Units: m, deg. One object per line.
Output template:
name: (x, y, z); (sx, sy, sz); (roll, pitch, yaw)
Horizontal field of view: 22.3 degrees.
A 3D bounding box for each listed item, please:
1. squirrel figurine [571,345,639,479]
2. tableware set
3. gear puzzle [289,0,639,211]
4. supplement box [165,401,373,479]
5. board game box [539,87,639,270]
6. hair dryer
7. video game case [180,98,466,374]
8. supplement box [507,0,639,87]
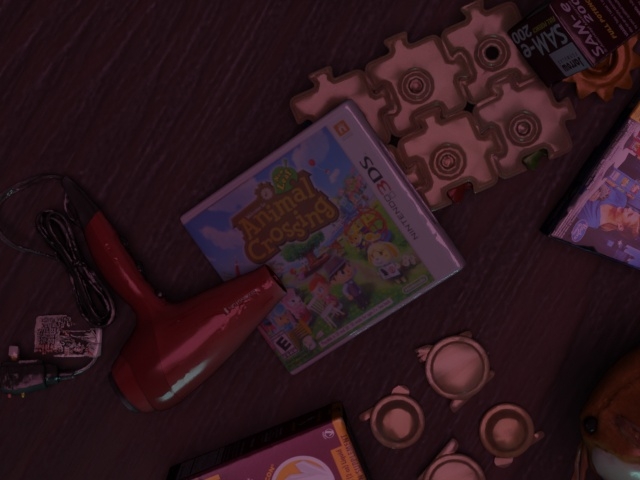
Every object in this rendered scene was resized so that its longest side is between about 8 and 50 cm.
squirrel figurine: (0.418, 0.259, 1.508); (0.397, 0.281, 0.370); (-12, 74, -15)
tableware set: (0.133, 0.184, 1.613); (0.141, 0.020, 0.169); (-38, 93, 1)
gear puzzle: (0.147, -0.137, 1.572); (0.339, 0.044, 0.175); (-24, 99, 2)
supplement box: (-0.047, 0.244, 1.587); (0.188, 0.081, 0.104); (-22, 95, 2)
board game box: (0.348, -0.034, 1.572); (0.194, 0.060, 0.194); (34, 94, -4)
hair dryer: (-0.178, 0.055, 1.560); (0.293, 0.080, 0.224); (3, 97, 4)
video game case: (0.000, 0.000, 1.562); (0.212, 0.023, 0.193); (-34, 95, 22)
supplement box: (0.298, -0.244, 1.492); (0.239, 0.130, 0.073); (-38, 93, -11)
